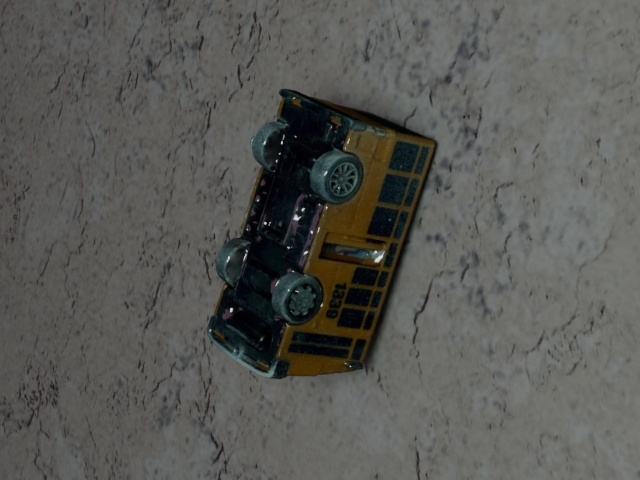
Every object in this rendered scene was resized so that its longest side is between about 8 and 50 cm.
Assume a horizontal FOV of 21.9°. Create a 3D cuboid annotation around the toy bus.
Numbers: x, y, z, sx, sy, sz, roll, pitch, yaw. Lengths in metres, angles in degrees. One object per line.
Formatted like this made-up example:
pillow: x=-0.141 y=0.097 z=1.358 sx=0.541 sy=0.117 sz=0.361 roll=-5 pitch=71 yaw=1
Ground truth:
toy bus: x=0.000 y=0.000 z=1.120 sx=0.091 sy=0.103 sz=0.182 roll=29 pitch=105 yaw=47
